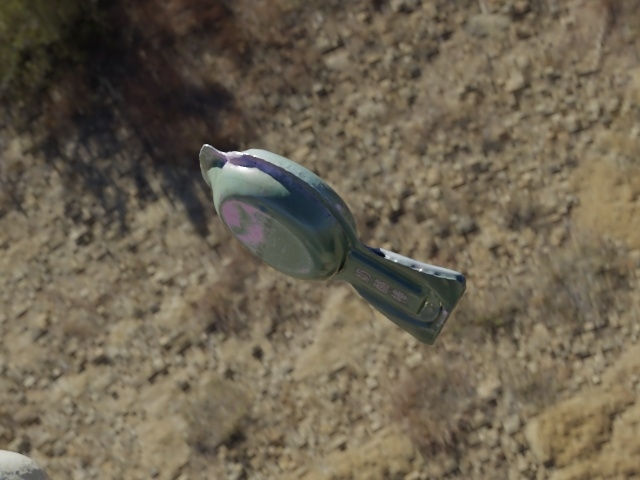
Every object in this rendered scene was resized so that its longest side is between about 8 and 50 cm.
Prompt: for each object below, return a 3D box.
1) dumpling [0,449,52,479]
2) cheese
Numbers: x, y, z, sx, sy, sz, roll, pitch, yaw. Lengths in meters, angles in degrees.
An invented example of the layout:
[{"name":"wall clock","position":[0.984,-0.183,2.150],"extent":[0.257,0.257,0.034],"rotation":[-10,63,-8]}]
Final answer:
[{"name":"dumpling","position":[-0.241,0.224,1.149],"extent":[0.151,0.229,0.124],"rotation":[15,84,43]},{"name":"cheese","position":[0.000,0.000,0.612],"extent":[0.121,0.067,0.026],"rotation":[33,62,7]}]
